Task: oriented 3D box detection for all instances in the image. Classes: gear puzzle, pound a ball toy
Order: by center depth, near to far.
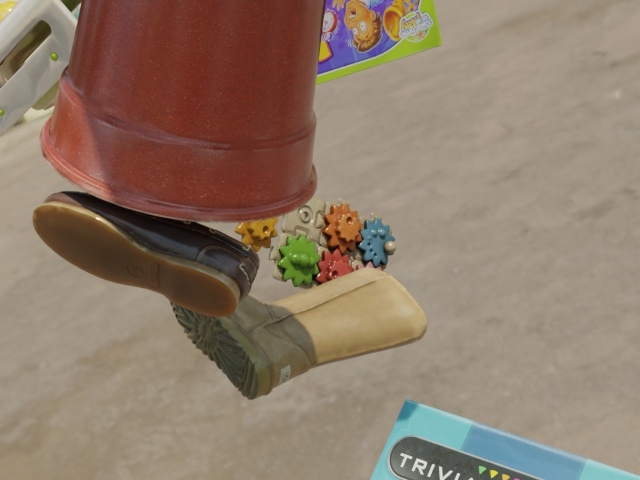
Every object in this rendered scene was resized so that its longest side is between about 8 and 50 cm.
[{"bbox_3d":[-0.399,-0.281,1.508,0.319,0.136,0.208,-32,13,38],"label":"pound a ball toy"},{"bbox_3d":[0.000,0.000,1.749,0.338,0.176,0.044,21,-17,-37],"label":"gear puzzle"}]

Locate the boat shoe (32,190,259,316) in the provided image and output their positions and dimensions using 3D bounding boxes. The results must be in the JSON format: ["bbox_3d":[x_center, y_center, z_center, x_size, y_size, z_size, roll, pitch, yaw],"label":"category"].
[{"bbox_3d":[-0.157,0.004,0.968,0.073,0.206,0.073,-63,-4,-46],"label":"boat shoe"}]

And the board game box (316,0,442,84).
[{"bbox_3d":[-0.049,-0.297,1.245,0.347,0.233,0.078,-19,22,-8],"label":"board game box"}]

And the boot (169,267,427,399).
[{"bbox_3d":[-0.034,0.083,1.358,0.269,0.236,0.089,-18,-35,-37],"label":"boot"}]

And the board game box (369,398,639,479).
[{"bbox_3d":[0.125,0.332,0.900,0.253,0.079,0.336,14,67,32],"label":"board game box"}]

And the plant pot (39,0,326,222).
[{"bbox_3d":[-0.109,-0.196,0.972,0.272,0.265,0.272,10,27,-5],"label":"plant pot"}]
